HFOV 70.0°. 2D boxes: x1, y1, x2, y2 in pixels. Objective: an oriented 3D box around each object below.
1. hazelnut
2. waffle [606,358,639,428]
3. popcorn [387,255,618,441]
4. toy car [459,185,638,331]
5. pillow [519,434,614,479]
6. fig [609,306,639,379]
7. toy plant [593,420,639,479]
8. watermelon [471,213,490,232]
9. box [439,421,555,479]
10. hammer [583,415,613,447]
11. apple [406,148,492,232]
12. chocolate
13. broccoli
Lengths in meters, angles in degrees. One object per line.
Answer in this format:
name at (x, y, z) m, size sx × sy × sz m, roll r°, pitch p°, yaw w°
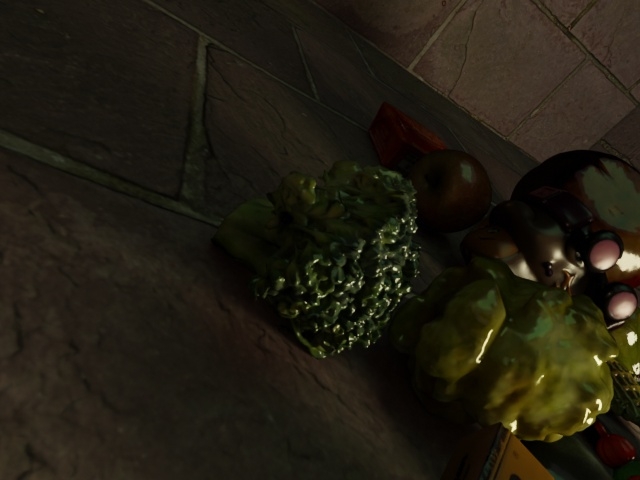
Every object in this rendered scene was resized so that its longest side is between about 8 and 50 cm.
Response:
hazelnut at (0.744, -0.035, 1.304) m, size 0.429 × 0.402 × 0.402 m, roll 43°, pitch 29°, yaw 8°
waffle at (0.630, 0.300, 1.007) m, size 0.208 × 0.054 × 0.214 m, roll 39°, pitch 32°, yaw 5°
popcorn at (0.219, 0.137, 0.608) m, size 0.242 × 0.235 × 0.250 m, roll 44°, pitch -10°, yaw 0°
toy car at (0.450, 0.070, 0.952) m, size 0.340 × 0.241 × 0.271 m, roll 63°, pitch 3°, yaw -13°
pillow at (0.315, 0.336, 0.540) m, size 0.186 × 0.106 × 0.249 m, roll -7°, pitch 57°, yaw -49°
fig at (0.770, 0.252, 1.172) m, size 0.127 × 0.133 × 0.184 m, roll 28°, pitch 51°, yaw -36°
toy plant at (0.496, 0.399, 0.672) m, size 0.240 × 0.088 × 0.155 m, roll 57°, pitch 18°, yaw 8°
watermelon at (0.464, -0.033, 1.201) m, size 0.063 × 0.119 × 0.245 m, roll 54°, pitch 30°, yaw 0°
box at (0.195, 0.304, 0.390) m, size 0.237 × 0.070 × 0.152 m, roll 49°, pitch 44°, yaw 6°
hammer at (0.453, 0.276, 0.855) m, size 0.137 × 0.037 × 0.289 m, roll -1°, pitch 49°, yaw -48°
apple at (0.291, -0.110, 1.038) m, size 0.174 × 0.188 × 0.188 m, roll 12°, pitch 40°, yaw -45°
chocolate at (0.258, -0.245, 1.264) m, size 0.238 × 0.108 × 0.234 m, roll 24°, pitch 33°, yaw -29°
broccoli at (0.000, 0.000, 0.554) m, size 0.246 × 0.288 × 0.247 m, roll 29°, pitch 67°, yaw 8°
